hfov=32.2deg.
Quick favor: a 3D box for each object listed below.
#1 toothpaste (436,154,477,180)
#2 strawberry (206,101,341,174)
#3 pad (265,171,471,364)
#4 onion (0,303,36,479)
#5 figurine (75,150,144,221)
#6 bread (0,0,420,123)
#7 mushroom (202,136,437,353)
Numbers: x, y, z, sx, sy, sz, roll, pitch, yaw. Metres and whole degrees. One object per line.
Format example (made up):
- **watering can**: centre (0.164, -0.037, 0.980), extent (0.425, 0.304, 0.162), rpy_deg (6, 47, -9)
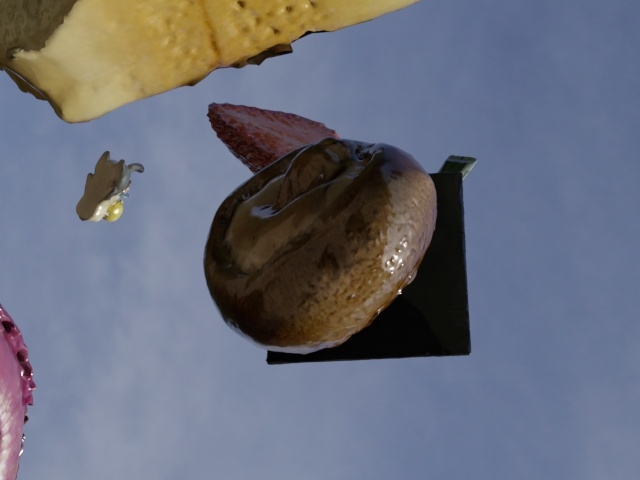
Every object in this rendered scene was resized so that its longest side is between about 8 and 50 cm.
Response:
- **toothpaste**: centre (0.139, -0.038, 1.450), extent (0.049, 0.031, 0.204), rpy_deg (11, -124, 43)
- **strawberry**: centre (-0.055, -0.122, 1.671), extent (0.236, 0.175, 0.107), rpy_deg (32, -60, 30)
- **pad**: centre (0.055, 0.021, 1.176), extent (0.202, 0.300, 0.005), rpy_deg (-3, -52, 7)
- **onion**: centre (-0.428, 0.170, 1.002), extent (0.345, 0.358, 0.358), rpy_deg (32, -69, 25)
- **figurine**: centre (-0.228, -0.052, 1.215), extent (0.047, 0.050, 0.083), rpy_deg (34, -86, 41)
- **bread**: centre (-0.078, -0.161, 0.581), extent (0.211, 0.224, 0.184), rpy_deg (-43, -126, 31)
- **mushroom**: centre (0.000, 0.000, 1.060), extent (0.253, 0.153, 0.253), rpy_deg (-32, -153, 19)
